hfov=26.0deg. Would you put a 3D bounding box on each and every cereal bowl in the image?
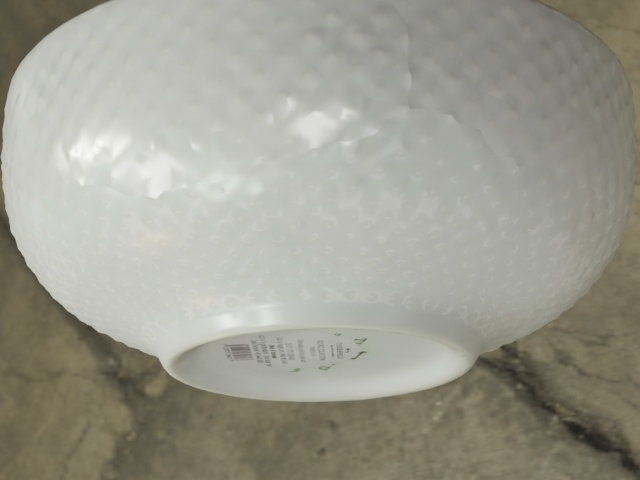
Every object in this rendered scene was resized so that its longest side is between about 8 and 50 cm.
[{"bbox_3d":[0.000,0.000,0.730,0.339,0.339,0.141,-16,66,37],"label":"cereal bowl"}]
